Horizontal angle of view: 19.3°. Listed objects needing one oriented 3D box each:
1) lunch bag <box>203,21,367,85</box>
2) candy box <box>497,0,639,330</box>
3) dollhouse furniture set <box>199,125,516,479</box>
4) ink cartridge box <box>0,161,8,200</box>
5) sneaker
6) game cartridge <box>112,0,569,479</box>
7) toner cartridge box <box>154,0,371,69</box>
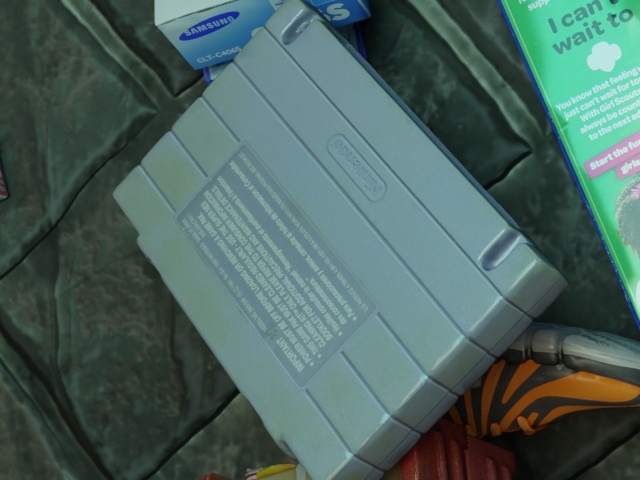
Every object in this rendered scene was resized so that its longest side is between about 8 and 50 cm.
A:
[{"bbox_3d":[-0.042,-0.210,1.626,0.129,0.096,0.151,-19,71,18],"label":"lunch bag"},{"bbox_3d":[0.249,-0.072,1.404,0.122,0.268,0.317,-27,74,12],"label":"candy box"},{"bbox_3d":[0.026,0.106,1.445,0.201,0.152,0.374,-20,58,29],"label":"dollhouse furniture set"},{"bbox_3d":[-0.400,-0.121,1.755,0.159,0.092,0.217,-20,78,17],"label":"ink cartridge box"},{"bbox_3d":[0.125,0.151,1.513,0.321,0.125,0.180,3,88,32],"label":"sneaker"},{"bbox_3d":[0.000,0.000,1.374,0.230,0.068,0.355,-50,48,13],"label":"game cartridge"},{"bbox_3d":[-0.054,-0.324,1.598,0.165,0.075,0.347,-16,57,19],"label":"toner cartridge box"}]
